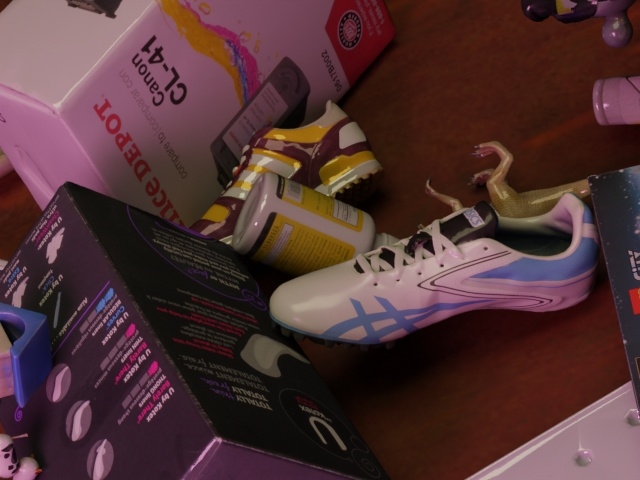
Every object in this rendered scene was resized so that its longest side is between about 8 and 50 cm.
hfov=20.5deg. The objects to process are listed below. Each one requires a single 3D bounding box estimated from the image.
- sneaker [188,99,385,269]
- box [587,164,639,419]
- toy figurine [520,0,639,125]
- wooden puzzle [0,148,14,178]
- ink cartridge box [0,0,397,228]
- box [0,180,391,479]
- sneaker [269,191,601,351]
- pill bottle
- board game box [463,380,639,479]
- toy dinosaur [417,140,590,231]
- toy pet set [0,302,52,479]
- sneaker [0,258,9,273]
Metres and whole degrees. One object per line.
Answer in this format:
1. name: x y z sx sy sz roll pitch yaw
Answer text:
1. sneaker: -0.047 -0.037 1.349 0.185 0.069 0.084 -27 72 -12
2. box: 0.267 0.037 1.115 0.159 0.044 0.233 -14 47 11
3. toy figurine: 0.262 -0.195 1.270 0.148 0.213 0.209 -3 48 39
4. wooden puzzle: -0.465 -0.090 1.577 0.322 0.080 0.348 -34 47 -7
5. ink cartridge box: -0.102 -0.149 1.376 0.131 0.226 0.306 21 63 36
6. box: -0.101 0.110 1.166 0.143 0.165 0.270 -53 44 16
7. sneaker: 0.077 0.017 1.213 0.237 0.086 0.085 -11 27 -11
8. pill bottle: 0.000 0.000 1.281 0.116 0.065 0.065 23 53 -13
9. board game box: 0.307 0.208 1.016 0.390 0.050 0.390 -30 46 -4
10. toy dinosaur: 0.137 -0.022 1.298 0.183 0.053 0.092 -29 61 8
11. toy pet set: -0.204 0.096 1.128 0.065 0.114 0.122 -15 38 -21
12. sneaker: -0.294 0.123 1.307 0.226 0.086 0.163 -38 36 2
